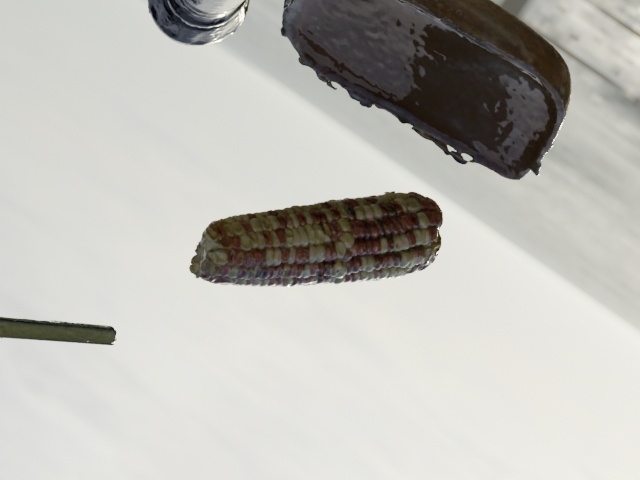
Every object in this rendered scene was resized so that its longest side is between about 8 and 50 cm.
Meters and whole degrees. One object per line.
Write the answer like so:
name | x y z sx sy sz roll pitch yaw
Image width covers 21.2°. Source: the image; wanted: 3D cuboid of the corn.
corn | 0.000 0.000 1.441 0.237 0.079 0.079 -4 -154 -32

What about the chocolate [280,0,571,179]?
chocolate | 0.095 -0.164 1.415 0.261 0.083 0.161 31 149 1

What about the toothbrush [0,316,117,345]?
toothbrush | -0.323 0.085 1.678 0.294 0.026 0.028 8 178 -43

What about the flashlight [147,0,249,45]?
flashlight | -0.088 -0.219 1.408 0.093 0.093 0.232 34 169 -8
